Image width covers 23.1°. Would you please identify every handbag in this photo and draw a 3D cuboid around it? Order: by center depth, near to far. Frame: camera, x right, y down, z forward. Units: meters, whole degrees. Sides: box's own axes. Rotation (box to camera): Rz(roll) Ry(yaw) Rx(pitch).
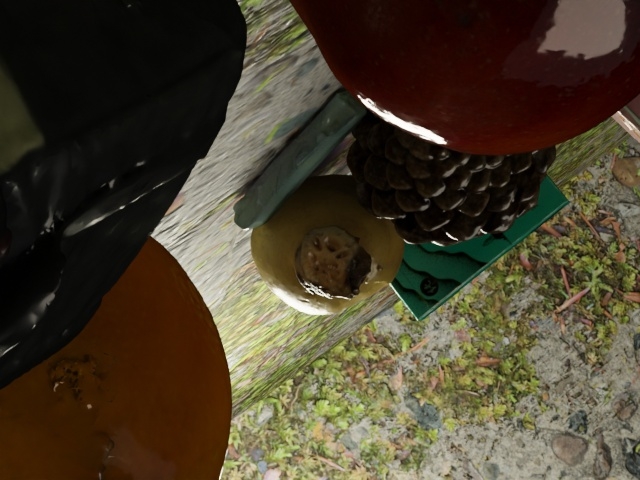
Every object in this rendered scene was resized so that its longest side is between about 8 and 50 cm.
[{"bbox_3d":[-0.162,-0.024,0.578,0.181,0.181,0.254,-39,174,-47],"label":"handbag"}]

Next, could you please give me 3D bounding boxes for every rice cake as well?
[{"bbox_3d":[-0.023,-0.068,1.390,0.042,0.030,0.180,-21,161,-49],"label":"rice cake"}]

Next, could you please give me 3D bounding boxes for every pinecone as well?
[{"bbox_3d":[0.111,-0.085,1.401,0.184,0.179,0.204,-18,180,-12],"label":"pinecone"}]

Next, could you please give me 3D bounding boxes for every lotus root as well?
[{"bbox_3d":[0.009,0.000,1.531,0.146,0.131,0.303,-29,180,3],"label":"lotus root"}]

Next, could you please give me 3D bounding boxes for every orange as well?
[{"bbox_3d":[-0.173,0.094,0.908,0.246,0.246,0.246,-37,171,-7],"label":"orange"}]

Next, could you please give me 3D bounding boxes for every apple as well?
[{"bbox_3d":[0.089,-0.155,0.796,0.201,0.218,0.218,-38,173,30],"label":"apple"}]

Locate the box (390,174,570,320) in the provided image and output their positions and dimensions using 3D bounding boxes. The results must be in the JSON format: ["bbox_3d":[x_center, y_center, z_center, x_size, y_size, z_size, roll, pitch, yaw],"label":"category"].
[{"bbox_3d":[0.156,-0.036,1.849,0.226,0.161,0.042,-40,170,8],"label":"box"}]

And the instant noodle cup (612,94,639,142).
[{"bbox_3d":[0.351,-0.216,1.516,0.231,0.243,0.243,-45,170,9],"label":"instant noodle cup"}]
